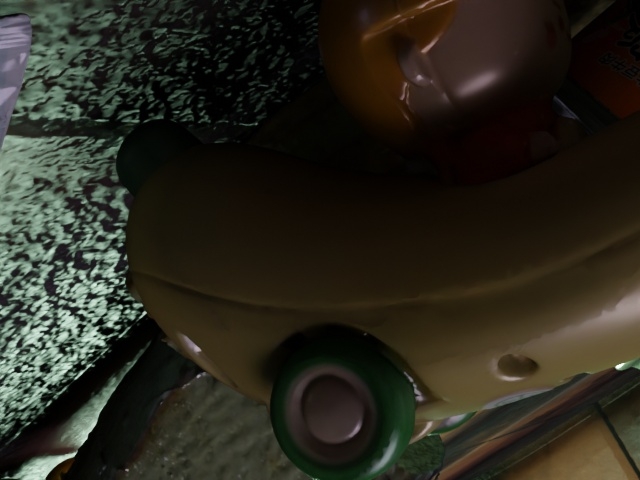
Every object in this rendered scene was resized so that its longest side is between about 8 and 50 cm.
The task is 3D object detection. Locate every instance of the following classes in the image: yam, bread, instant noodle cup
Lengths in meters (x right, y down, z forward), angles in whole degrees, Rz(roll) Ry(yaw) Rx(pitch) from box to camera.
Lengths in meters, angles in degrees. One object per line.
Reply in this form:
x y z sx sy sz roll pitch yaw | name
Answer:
-0.070 0.182 0.809 0.271 0.202 0.201 -56 180 14 | yam
0.000 0.000 0.667 0.196 0.102 0.138 -35 158 22 | bread
0.205 -0.078 0.677 0.125 0.177 0.208 -45 147 8 | instant noodle cup

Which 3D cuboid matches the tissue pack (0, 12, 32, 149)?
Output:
-0.186 -0.014 0.473 0.122 0.026 0.193 -18 159 -32 | tissue pack

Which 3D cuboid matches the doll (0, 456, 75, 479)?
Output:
-0.238 0.239 0.935 0.135 0.143 0.221 -4 167 27 | doll

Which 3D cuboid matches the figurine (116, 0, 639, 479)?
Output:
0.061 -0.034 0.498 0.324 0.222 0.124 -22 171 24 | figurine

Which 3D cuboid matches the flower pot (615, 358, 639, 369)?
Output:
0.381 -0.015 0.941 0.367 0.254 0.164 -27 162 -11 | flower pot
